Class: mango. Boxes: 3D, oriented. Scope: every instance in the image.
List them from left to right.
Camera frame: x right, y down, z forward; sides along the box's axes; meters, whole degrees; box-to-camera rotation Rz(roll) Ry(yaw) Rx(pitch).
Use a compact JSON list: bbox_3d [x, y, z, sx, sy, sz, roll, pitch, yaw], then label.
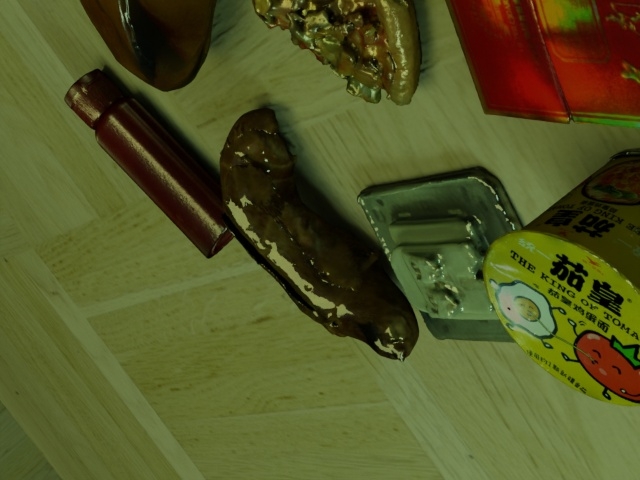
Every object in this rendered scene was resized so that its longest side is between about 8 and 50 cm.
[{"bbox_3d":[-0.173,-0.252,1.398,0.166,0.136,0.236,44,158,37],"label":"mango"}]

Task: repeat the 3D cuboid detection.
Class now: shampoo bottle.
[{"bbox_3d":[-0.201,-0.097,1.677,0.260,0.064,0.102,46,154,5],"label":"shampoo bottle"}]

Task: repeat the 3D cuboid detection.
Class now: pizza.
[{"bbox_3d":[0.002,-0.215,1.273,0.226,0.069,0.147,39,151,16],"label":"pizza"}]

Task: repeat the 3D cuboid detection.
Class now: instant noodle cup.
[{"bbox_3d":[0.249,0.023,1.147,0.182,0.144,0.182,33,148,24],"label":"instant noodle cup"}]

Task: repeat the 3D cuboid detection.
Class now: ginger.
[{"bbox_3d":[-0.011,0.003,1.508,0.133,0.107,0.309,-34,95,41],"label":"ginger"}]

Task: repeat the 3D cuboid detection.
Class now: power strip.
[{"bbox_3d":[0.129,0.033,1.394,0.213,0.064,0.198,-7,118,56],"label":"power strip"}]

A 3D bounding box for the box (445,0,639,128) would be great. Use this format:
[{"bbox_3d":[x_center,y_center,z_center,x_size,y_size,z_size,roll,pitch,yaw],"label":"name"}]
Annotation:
[{"bbox_3d":[0.228,-0.181,0.995,0.313,0.089,0.197,12,135,47],"label":"box"}]
